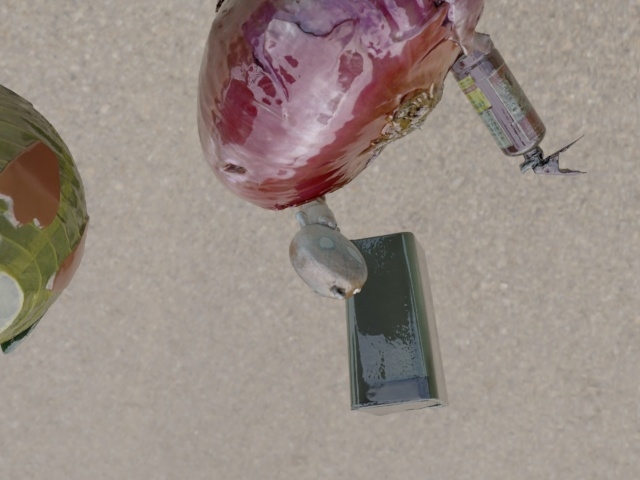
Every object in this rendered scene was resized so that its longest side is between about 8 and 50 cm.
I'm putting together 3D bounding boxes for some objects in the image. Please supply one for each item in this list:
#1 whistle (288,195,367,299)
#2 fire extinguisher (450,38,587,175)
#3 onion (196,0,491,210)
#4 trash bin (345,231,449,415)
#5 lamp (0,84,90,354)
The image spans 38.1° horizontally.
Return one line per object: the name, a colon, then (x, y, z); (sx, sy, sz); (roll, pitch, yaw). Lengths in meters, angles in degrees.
whistle: (0.000, 0.000, 1.197); (0.107, 0.220, 0.057); (22, 124, -32)
fire extinguisher: (0.293, -0.180, 1.347); (0.106, 0.075, 0.252); (-27, 105, 36)
onion: (-0.004, -0.205, 0.911); (0.285, 0.347, 0.347); (42, 135, 2)
trash bin: (0.106, 0.124, 1.339); (0.122, 0.240, 0.164); (-9, 164, 13)
lamp: (-0.331, -0.033, 0.783); (0.250, 0.284, 0.250); (-20, 136, -20)
